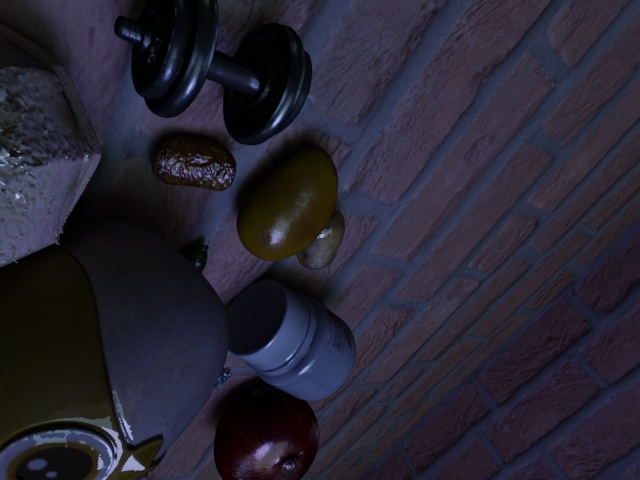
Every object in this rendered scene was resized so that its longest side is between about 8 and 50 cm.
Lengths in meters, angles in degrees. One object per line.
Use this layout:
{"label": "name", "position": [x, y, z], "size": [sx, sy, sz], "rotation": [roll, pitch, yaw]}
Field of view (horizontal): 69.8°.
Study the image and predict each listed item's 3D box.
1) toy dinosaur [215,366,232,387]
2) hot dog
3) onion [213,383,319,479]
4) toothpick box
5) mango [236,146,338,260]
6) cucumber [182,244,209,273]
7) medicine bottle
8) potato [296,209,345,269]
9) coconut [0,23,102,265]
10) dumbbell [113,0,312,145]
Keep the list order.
{"label": "toy dinosaur", "position": [-0.304, 0.410, 1.364], "size": [0.083, 0.031, 0.047], "rotation": [-24, 140, -12]}
{"label": "hot dog", "position": [-0.225, -0.134, 0.819], "size": [0.147, 0.065, 0.099], "rotation": [5, 130, -23]}
{"label": "onion", "position": [-0.169, 0.614, 1.469], "size": [0.340, 0.341, 0.342], "rotation": [-18, 139, -17]}
{"label": "toothpick box", "position": [-0.387, 0.210, 0.739], "size": [0.425, 0.408, 0.409], "rotation": [-49, 151, -32]}
{"label": "mango", "position": [-0.057, -0.067, 0.945], "size": [0.254, 0.139, 0.175], "rotation": [-44, 144, 4]}
{"label": "cucumber", "position": [-0.308, 0.093, 1.005], "size": [0.069, 0.069, 0.227], "rotation": [20, 114, -45]}
{"label": "medicine bottle", "position": [-0.076, 0.257, 1.186], "size": [0.245, 0.245, 0.306], "rotation": [-39, 133, 9]}
{"label": "potato", "position": [0.000, 0.000, 1.098], "size": [0.107, 0.080, 0.171], "rotation": [-13, 141, -34]}
{"label": "coconut", "position": [-0.427, -0.108, 0.538], "size": [0.297, 0.309, 0.298], "rotation": [0, 108, 1]}
{"label": "dumbbell", "position": [-0.143, -0.247, 0.655], "size": [0.289, 0.192, 0.192], "rotation": [9, 126, -42]}
